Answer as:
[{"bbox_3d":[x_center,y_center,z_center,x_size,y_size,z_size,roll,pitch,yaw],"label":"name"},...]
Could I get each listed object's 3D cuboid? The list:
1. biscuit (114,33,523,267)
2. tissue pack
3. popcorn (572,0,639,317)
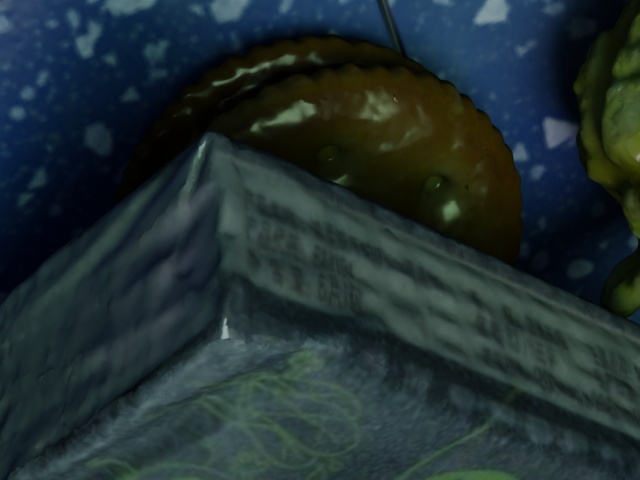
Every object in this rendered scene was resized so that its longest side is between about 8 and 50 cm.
[{"bbox_3d":[0.000,0.000,0.773,0.220,0.066,0.220,-10,122,-16],"label":"biscuit"},{"bbox_3d":[0.017,0.125,0.731,0.394,0.124,0.288,24,135,-34],"label":"tissue pack"},{"bbox_3d":[0.254,-0.058,0.763,0.256,0.195,0.255,16,101,-27],"label":"popcorn"}]
